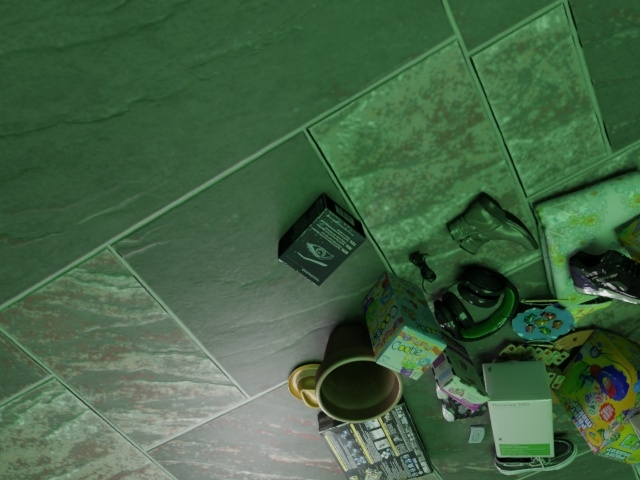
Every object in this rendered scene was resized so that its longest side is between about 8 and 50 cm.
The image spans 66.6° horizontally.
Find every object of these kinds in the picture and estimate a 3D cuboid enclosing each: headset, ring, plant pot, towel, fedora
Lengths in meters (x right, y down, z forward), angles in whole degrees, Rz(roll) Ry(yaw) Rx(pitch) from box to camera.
[{"bbox_3d":[0.433,0.165,1.494,0.394,0.185,0.243,29,109,-34],"label":"headset"},{"bbox_3d":[0.897,0.441,1.708,0.337,0.032,0.336,-1,117,-3],"label":"ring"},{"bbox_3d":[0.108,0.387,1.508,0.263,0.229,0.263,-1,117,-3],"label":"plant pot"},{"bbox_3d":[0.825,0.004,1.439,0.321,0.090,0.374,-21,117,6],"label":"towel"},{"bbox_3d":[-0.017,0.506,1.647,0.194,0.079,0.194,-1,117,-3],"label":"fedora"}]

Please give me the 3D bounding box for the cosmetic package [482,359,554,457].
[{"bbox_3d":[0.669,0.573,1.642,0.197,0.155,0.365,-9,129,19],"label":"cosmetic package"}]

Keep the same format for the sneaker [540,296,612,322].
[{"bbox_3d":[0.821,0.220,1.562,0.208,0.081,0.094,-17,118,17],"label":"sneaker"}]

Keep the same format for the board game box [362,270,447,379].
[{"bbox_3d":[0.232,0.239,1.413,0.144,0.275,0.142,27,113,-16],"label":"board game box"}]

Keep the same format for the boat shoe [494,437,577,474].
[{"bbox_3d":[0.812,0.802,1.845,0.306,0.113,0.105,-14,133,13],"label":"boat shoe"}]

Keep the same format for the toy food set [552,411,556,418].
[{"bbox_3d":[0.781,0.684,1.821,0.192,0.038,0.132,-36,114,14],"label":"toy food set"}]

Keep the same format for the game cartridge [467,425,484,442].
[{"bbox_3d":[0.592,0.734,1.848,0.056,0.017,0.083,1,118,-1],"label":"game cartridge"}]

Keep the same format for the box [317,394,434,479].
[{"bbox_3d":[0.207,0.743,1.780,0.318,0.097,0.395,-23,117,6],"label":"box"}]

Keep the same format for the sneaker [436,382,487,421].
[{"bbox_3d":[0.482,0.515,1.660,0.153,0.101,0.268,-8,125,18],"label":"sneaker"}]

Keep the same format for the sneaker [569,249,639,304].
[{"bbox_3d":[0.810,0.090,1.306,0.107,0.283,0.124,-40,115,-32],"label":"sneaker"}]

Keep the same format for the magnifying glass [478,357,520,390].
[{"bbox_3d":[0.600,0.475,1.706,0.092,0.026,0.231,38,108,-21],"label":"magnifying glass"}]

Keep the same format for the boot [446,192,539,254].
[{"bbox_3d":[0.498,-0.015,1.421,0.246,0.083,0.161,35,117,-14],"label":"boot"}]

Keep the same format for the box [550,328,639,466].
[{"bbox_3d":[0.949,0.495,1.558,0.177,0.290,0.279,19,114,-13],"label":"box"}]

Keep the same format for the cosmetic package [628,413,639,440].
[{"bbox_3d":[1.042,0.510,1.337,0.296,0.129,0.153,-31,116,10],"label":"cosmetic package"}]

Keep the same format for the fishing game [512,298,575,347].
[{"bbox_3d":[0.708,0.273,1.546,0.189,0.041,0.264,0,136,11],"label":"fishing game"}]

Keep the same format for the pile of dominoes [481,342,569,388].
[{"bbox_3d":[0.703,0.446,1.656,0.251,0.040,0.196,10,119,-7],"label":"pile of dominoes"}]

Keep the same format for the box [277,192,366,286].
[{"bbox_3d":[0.000,0.000,1.365,0.153,0.108,0.207,38,110,-21],"label":"box"}]

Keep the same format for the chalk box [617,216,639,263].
[{"bbox_3d":[0.957,-0.019,1.316,0.213,0.132,0.132,-41,118,11],"label":"chalk box"}]

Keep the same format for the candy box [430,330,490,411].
[{"bbox_3d":[0.419,0.400,1.536,0.159,0.233,0.071,35,110,-19],"label":"candy box"}]
